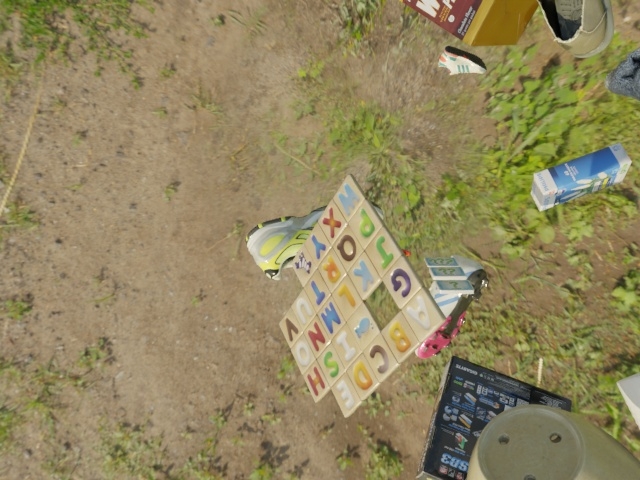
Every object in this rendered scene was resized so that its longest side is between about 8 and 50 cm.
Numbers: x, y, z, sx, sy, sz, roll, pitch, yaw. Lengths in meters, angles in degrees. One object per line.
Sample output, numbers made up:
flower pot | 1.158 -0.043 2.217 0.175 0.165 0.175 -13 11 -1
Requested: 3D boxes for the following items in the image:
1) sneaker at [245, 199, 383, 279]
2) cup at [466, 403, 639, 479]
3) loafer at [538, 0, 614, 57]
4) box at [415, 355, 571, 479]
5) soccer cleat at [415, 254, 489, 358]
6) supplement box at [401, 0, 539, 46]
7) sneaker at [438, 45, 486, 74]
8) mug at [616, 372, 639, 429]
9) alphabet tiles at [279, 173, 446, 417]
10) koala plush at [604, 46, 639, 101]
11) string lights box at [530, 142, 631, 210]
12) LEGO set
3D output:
sneaker | 0.000 0.000 1.471 0.384 0.145 0.147 -18 70 -15
cup | 0.377 0.410 0.908 0.331 0.331 0.237 -27 118 10
loafer | 0.346 -0.385 0.773 0.094 0.087 0.251 -18 89 49
box | 0.395 0.445 1.235 0.295 0.073 0.293 20 56 8
soccer cleat | 0.367 0.194 1.636 0.116 0.143 0.331 20 107 -40
supplement box | 0.289 -0.477 1.044 0.194 0.191 0.129 45 131 24
sneaker | 0.455 -0.566 1.773 0.161 0.057 0.075 16 140 -16
mug | 0.954 0.481 1.410 0.276 0.374 0.328 -16 68 -9
alphabet tiles | 0.023 0.077 0.631 0.237 0.009 0.198 -56 51 37
koala plush | 0.957 -0.431 1.565 0.203 0.196 0.221 -32 72 28
string lights box | 0.783 -0.190 1.668 0.259 0.133 0.077 -21 64 8
LEGO set | 0.208 0.060 1.250 0.244 0.182 0.060 0 113 -1
